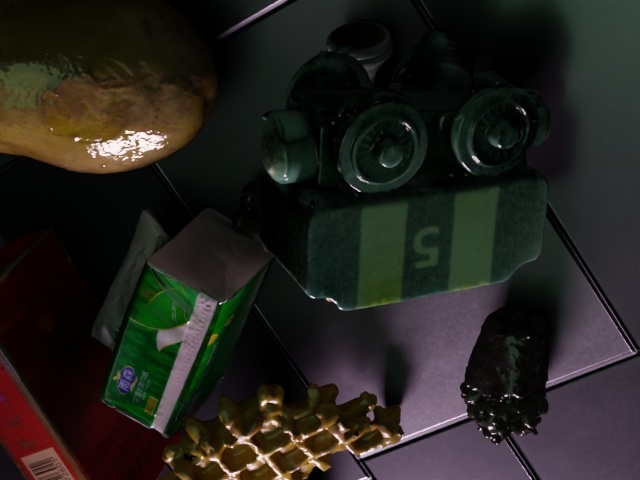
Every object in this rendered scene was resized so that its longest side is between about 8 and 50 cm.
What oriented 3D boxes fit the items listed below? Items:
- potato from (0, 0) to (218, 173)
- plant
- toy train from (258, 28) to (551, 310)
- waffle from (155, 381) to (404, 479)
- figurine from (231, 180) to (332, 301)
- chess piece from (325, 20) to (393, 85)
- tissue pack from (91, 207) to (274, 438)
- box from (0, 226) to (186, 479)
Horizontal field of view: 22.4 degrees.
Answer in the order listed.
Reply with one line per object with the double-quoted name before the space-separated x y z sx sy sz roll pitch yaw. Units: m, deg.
"potato" -0.237 -0.172 1.666 0.266 0.229 0.229 9 122 -2
"plant" 0.200 0.146 1.730 0.092 0.094 0.143 17 118 24
"toy train" 0.080 -0.065 1.560 0.299 0.167 0.238 -8 118 -22
"waffle" -0.061 0.274 1.847 0.260 0.069 0.293 8 128 -24
"figurine" 0.000 0.000 1.724 0.196 0.108 0.114 19 86 26
"chess piece" 0.042 -0.162 1.635 0.067 0.067 0.103 7 129 17
"tissue pack" -0.169 0.079 1.797 0.156 0.148 0.209 29 125 6
"box" -0.300 0.166 1.865 0.089 0.197 0.313 -20 109 29
